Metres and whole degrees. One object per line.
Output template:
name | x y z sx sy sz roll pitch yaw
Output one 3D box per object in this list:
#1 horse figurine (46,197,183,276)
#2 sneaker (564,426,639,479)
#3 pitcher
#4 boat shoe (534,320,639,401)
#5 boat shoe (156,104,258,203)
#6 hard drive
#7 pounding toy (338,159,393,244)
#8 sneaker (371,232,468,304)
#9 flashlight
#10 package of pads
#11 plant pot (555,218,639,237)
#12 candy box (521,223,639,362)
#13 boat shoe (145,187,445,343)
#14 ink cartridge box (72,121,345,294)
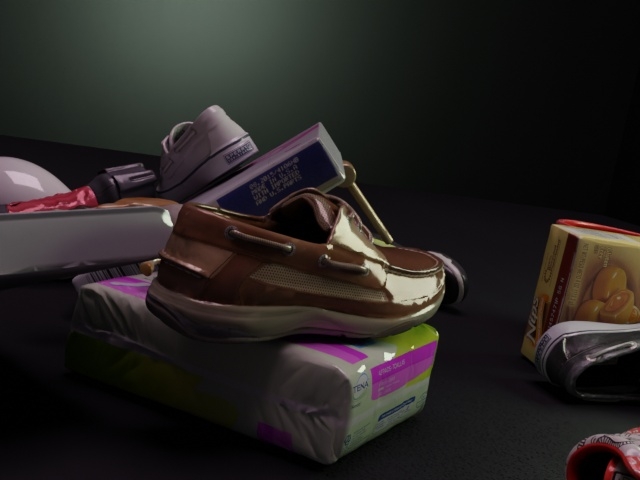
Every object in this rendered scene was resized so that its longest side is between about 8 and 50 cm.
horse figurine | -0.156 -0.002 0.998 0.263 0.066 0.174 9 11 27
sneaker | 0.315 0.214 0.770 0.145 0.090 0.270 3 9 -34
pitcher | -0.390 -0.024 1.347 0.207 0.125 0.177 22 26 3
boat shoe | 0.417 0.146 1.216 0.306 0.113 0.105 5 17 -19
boat shoe | -0.156 -0.109 1.260 0.095 0.084 0.258 -36 7 -30
hard drive | -0.330 0.026 0.853 0.353 0.047 0.233 -11 -2 36
pounding toy | 0.010 -0.004 1.352 0.181 0.206 0.094 11 10 -2
sneaker | 0.118 0.060 1.569 0.235 0.084 0.097 17 35 38
flashlight | -0.344 -0.034 1.228 0.304 0.103 0.103 -17 29 -34
package of pads | -0.057 0.103 0.969 0.297 0.101 0.229 16 11 25
plant pot | 0.417 0.072 1.455 0.191 0.174 0.191 10 10 -2
candy box | 0.440 0.094 1.320 0.317 0.182 0.087 8 12 -14
boat shoe | 0.001 0.017 0.885 0.324 0.116 0.123 -1 16 -46
ink cartridge box | -0.124 -0.038 1.259 0.324 0.071 0.330 -31 9 5
